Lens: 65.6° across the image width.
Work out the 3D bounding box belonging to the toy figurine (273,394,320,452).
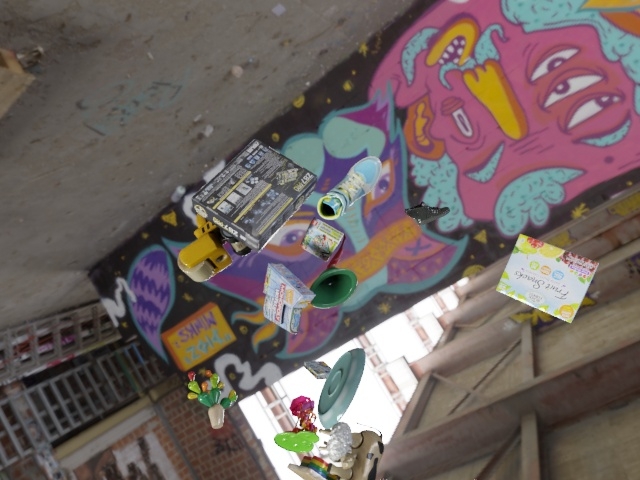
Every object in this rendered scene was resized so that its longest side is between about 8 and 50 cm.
[{"bbox_3d":[-0.057,0.565,1.580,0.173,0.130,0.159,-38,-154,38],"label":"toy figurine"}]

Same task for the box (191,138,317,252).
[{"bbox_3d":[-0.247,-0.185,1.918,0.395,0.318,0.097,-51,164,-31],"label":"box"}]

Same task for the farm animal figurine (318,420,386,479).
[{"bbox_3d":[0.120,0.698,1.425,0.172,0.327,0.330,-2,160,34],"label":"farm animal figurine"}]

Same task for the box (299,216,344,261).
[{"bbox_3d":[0.000,0.000,1.659,0.036,0.114,0.207,-60,179,-23],"label":"box"}]

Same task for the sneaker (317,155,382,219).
[{"bbox_3d":[0.113,-0.195,1.956,0.319,0.127,0.208,-47,179,21],"label":"sneaker"}]

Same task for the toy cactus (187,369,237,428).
[{"bbox_3d":[-0.361,0.534,1.652,0.112,0.181,0.219,-26,139,10],"label":"toy cactus"}]

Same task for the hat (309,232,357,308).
[{"bbox_3d":[0.020,0.110,1.730,0.208,0.184,0.173,-10,130,-22],"label":"hat"}]

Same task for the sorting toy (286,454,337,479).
[{"bbox_3d":[0.019,1.003,2.102,0.089,0.257,0.255,-56,-171,-28],"label":"sorting toy"}]

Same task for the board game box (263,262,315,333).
[{"bbox_3d":[-0.106,0.191,1.582,0.060,0.194,0.194,3,-169,-42],"label":"board game box"}]

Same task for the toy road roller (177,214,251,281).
[{"bbox_3d":[-0.462,-0.010,2.087,0.329,0.241,0.202,-36,158,-9],"label":"toy road roller"}]

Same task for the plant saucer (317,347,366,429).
[{"bbox_3d":[0.067,0.531,1.821,0.318,0.043,0.318,-60,-172,14],"label":"plant saucer"}]

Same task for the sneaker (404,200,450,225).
[{"bbox_3d":[0.429,-0.121,1.992,0.170,0.089,0.051,-25,-164,4],"label":"sneaker"}]

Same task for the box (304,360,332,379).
[{"bbox_3d":[-0.002,0.553,2.121,0.093,0.027,0.137,3,-172,-26],"label":"box"}]

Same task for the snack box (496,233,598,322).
[{"bbox_3d":[0.615,0.101,1.354,0.070,0.207,0.175,9,105,-60],"label":"snack box"}]
